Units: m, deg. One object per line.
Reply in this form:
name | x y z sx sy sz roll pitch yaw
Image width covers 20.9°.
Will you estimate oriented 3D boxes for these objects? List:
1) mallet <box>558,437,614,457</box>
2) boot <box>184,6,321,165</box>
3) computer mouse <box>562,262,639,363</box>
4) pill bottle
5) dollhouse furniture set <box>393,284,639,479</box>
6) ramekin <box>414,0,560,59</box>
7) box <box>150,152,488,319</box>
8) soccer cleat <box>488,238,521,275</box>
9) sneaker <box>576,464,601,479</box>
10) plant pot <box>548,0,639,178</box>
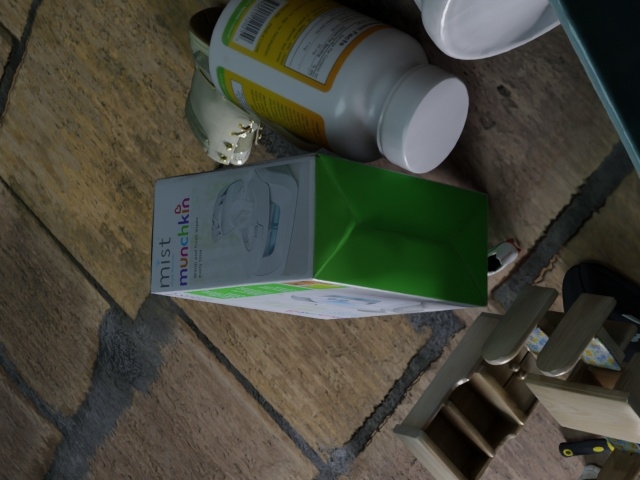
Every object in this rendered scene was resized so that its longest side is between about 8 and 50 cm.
mallet | 0.316 0.220 1.821 0.062 0.039 0.189 50 153 -2
boot | -0.071 -0.136 1.908 0.213 0.077 0.165 43 147 22
computer mouse | 0.334 0.101 1.650 0.262 0.060 0.184 41 147 16
pill bottle | 0.020 -0.158 1.714 0.245 0.136 0.136 29 141 32
dollhouse furniture set | 0.215 0.172 1.660 0.212 0.161 0.242 49 157 -28
ramekin | 0.161 -0.273 1.322 0.127 0.273 0.273 53 150 19
box | 0.000 0.000 1.742 0.231 0.262 0.127 -7 78 42
soccer cleat | 0.174 0.023 1.795 0.029 0.035 0.083 54 148 -4
sneaker | 0.319 0.288 1.871 0.109 0.044 0.040 32 141 26
plant pot | 0.339 -0.189 1.176 0.248 0.252 0.247 -10 113 55
